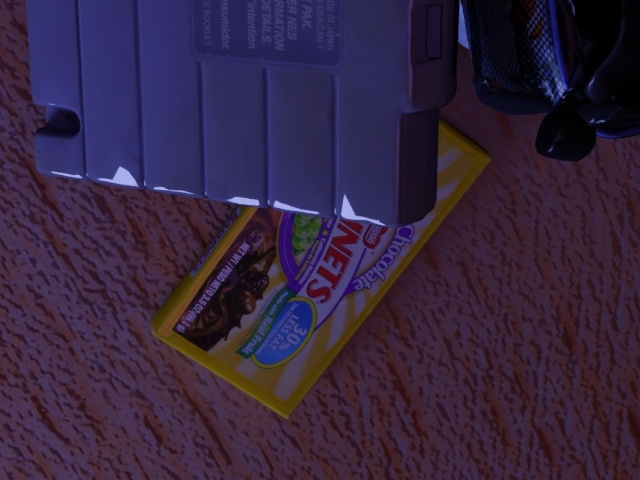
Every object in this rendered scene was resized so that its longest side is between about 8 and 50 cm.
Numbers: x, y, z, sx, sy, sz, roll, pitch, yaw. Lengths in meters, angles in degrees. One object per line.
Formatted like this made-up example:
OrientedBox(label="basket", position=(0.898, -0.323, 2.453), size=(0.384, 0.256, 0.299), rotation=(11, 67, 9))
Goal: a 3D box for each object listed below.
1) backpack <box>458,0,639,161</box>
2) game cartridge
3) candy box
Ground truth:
OrientedBox(label="backpack", position=(0.168, -0.208, 0.706), size=(0.276, 0.213, 0.263), rotation=(-20, 113, -24))
OrientedBox(label="game cartridge", position=(-0.042, -0.193, 0.669), size=(0.230, 0.068, 0.355), rotation=(8, 109, 23))
OrientedBox(label="candy box", position=(0.000, 0.000, 0.846), size=(0.105, 0.027, 0.206), rotation=(34, 100, -20))
